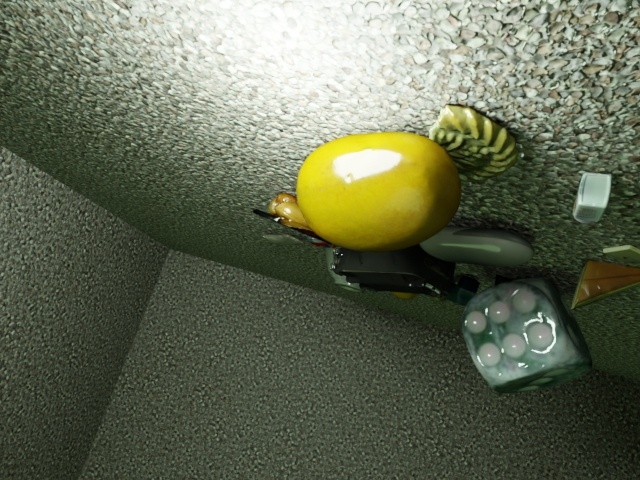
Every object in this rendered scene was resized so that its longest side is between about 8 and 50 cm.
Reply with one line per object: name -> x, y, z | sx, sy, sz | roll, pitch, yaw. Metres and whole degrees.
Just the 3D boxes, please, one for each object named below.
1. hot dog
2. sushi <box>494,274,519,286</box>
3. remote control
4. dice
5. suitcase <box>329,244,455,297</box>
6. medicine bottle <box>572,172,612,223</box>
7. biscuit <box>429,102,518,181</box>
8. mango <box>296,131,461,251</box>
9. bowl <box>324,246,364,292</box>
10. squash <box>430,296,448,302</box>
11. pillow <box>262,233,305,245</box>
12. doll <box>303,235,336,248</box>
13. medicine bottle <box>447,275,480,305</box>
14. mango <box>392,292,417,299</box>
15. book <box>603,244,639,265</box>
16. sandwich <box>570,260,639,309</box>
hot dog -> -0.079, -0.090, 1.552 | 0.194, 0.107, 0.326 | 21, 179, 27
sushi -> 0.726, 0.169, 1.679 | 0.085, 0.056, 0.083 | 2, 163, 44
remote control -> 0.458, 0.018, 1.315 | 0.332, 0.103, 0.221 | 7, 169, 36
dice -> 0.731, 0.345, 1.579 | 0.328, 0.330, 0.348 | -31, 140, 30
suitcase -> 0.275, 0.094, 1.633 | 0.283, 0.194, 0.434 | 28, 162, -37
medicine bottle -> 0.550, -0.079, 0.893 | 0.055, 0.074, 0.118 | 9, 165, 27
biscuit -> 0.301, -0.176, 0.894 | 0.187, 0.036, 0.273 | 15, 166, 9
mango -> 0.119, -0.107, 0.962 | 0.300, 0.232, 0.446 | 40, 158, -18
bowl -> 0.159, 0.157, 2.096 | 0.338, 0.157, 0.337 | 16, 167, 4
squash -> 0.486, 0.200, 1.970 | 0.093, 0.169, 0.252 | -26, 170, -11
pillow -> -0.182, -0.006, 2.111 | 0.131, 0.038, 0.233 | 31, 160, -36
doll -> 0.001, 0.000, 1.882 | 0.104, 0.062, 0.195 | 28, -177, 37
medicine bottle -> 0.592, 0.211, 1.926 | 0.079, 0.124, 0.258 | 16, 178, -11
mango -> 0.370, 0.166, 1.904 | 0.176, 0.119, 0.316 | 58, 161, 16
book -> 0.822, 0.041, 1.158 | 0.111, 0.014, 0.077 | 21, 166, -14
sandwich -> 0.853, 0.151, 1.283 | 0.188, 0.144, 0.117 | 11, 167, 25
